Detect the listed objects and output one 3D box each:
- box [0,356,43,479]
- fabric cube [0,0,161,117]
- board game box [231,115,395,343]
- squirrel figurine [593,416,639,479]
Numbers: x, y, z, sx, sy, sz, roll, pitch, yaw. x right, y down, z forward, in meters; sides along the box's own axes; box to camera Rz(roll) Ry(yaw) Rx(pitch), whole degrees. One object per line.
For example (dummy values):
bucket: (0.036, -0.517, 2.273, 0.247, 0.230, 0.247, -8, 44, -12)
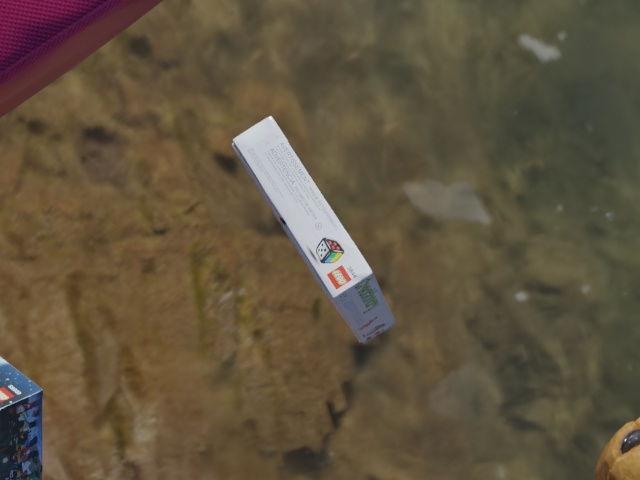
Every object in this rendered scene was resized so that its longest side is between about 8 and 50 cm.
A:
box: (-0.323, 0.145, 1.066, 0.233, 0.159, 0.044, 29, 35, 34)
fabric cube: (-0.218, -0.163, 0.549, 0.258, 0.254, 0.259, -34, 102, -3)
board game box: (0.000, 0.000, 1.352, 0.053, 0.305, 0.193, -32, 75, 0)
squirrel figurine: (0.398, 0.275, 0.960, 0.397, 0.370, 0.281, 45, 66, -38)
